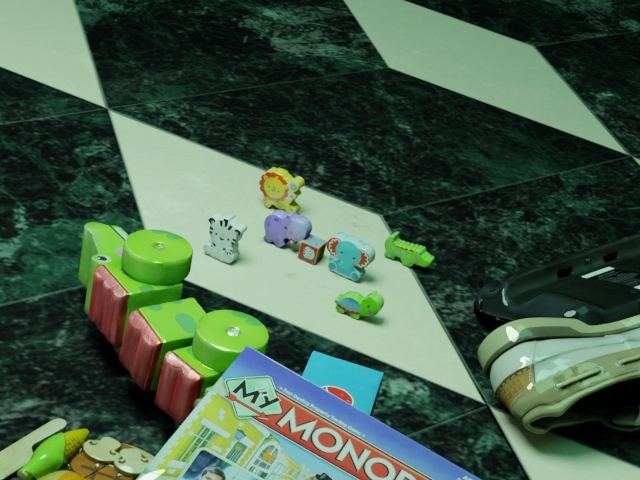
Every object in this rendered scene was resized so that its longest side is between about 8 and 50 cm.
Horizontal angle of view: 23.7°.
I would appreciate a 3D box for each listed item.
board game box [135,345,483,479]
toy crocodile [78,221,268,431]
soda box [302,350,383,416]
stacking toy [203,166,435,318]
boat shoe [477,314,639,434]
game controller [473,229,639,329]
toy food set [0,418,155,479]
[{"bbox_3d":[0.025,0.228,1.136,0.317,0.046,0.213,29,43,10],"label":"board game box"},{"bbox_3d":[-0.140,0.088,1.374,0.105,0.115,0.340,-8,36,-35],"label":"toy crocodile"},{"bbox_3d":[-0.003,0.183,1.319,0.071,0.067,0.210,17,29,4],"label":"soda box"},{"bbox_3d":[0.000,0.000,1.667,0.221,0.052,0.167,24,30,15],"label":"stacking toy"},{"bbox_3d":[0.306,0.139,1.517,0.302,0.113,0.103,-3,51,-21],"label":"boat shoe"},{"bbox_3d":[0.319,0.053,1.685,0.319,0.067,0.166,-16,28,-42],"label":"game controller"},{"bbox_3d":[-0.176,0.198,1.241,0.192,0.038,0.132,26,30,20],"label":"toy food set"}]
